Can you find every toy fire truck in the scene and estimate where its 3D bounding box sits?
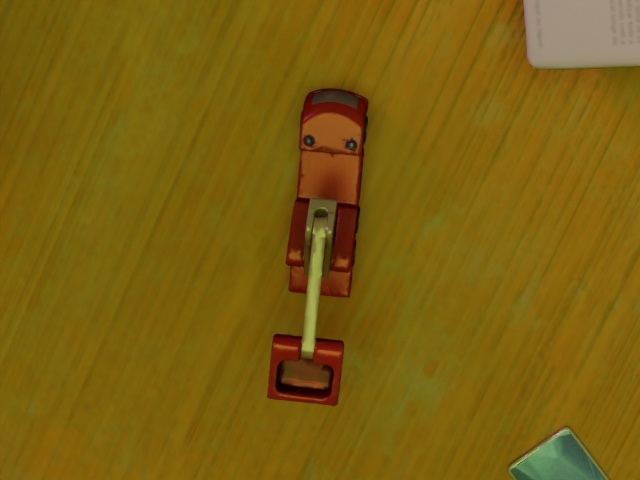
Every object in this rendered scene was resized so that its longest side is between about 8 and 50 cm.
[{"bbox_3d":[0.000,0.000,1.144,0.047,0.135,0.192,6,101,2],"label":"toy fire truck"}]

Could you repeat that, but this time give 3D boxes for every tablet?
[{"bbox_3d":[0.178,0.178,1.233,0.054,0.006,0.083,-36,97,8],"label":"tablet"}]

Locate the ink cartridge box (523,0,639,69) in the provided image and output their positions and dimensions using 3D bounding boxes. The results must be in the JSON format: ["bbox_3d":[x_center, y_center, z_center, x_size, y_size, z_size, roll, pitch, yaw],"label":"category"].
[{"bbox_3d":[0.284,-0.258,1.000,0.385,0.091,0.308,3,102,41],"label":"ink cartridge box"}]
